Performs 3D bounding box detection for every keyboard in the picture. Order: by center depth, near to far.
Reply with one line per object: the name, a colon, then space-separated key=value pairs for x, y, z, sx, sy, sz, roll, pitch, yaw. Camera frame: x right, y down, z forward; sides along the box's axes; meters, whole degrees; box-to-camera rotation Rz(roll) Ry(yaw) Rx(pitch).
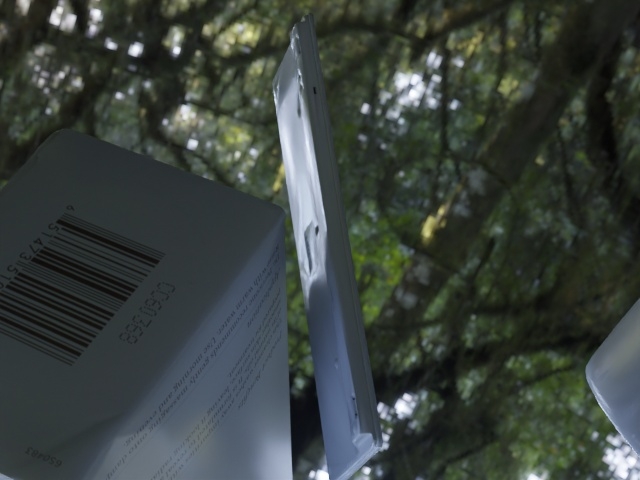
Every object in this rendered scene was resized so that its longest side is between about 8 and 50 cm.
keyboard: x=0.000 y=0.000 z=0.655 sx=0.014 sy=0.072 sz=0.256 roll=-1 pitch=-117 yaw=-14

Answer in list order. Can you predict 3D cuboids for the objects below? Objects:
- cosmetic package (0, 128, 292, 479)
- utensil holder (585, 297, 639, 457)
cosmetic package: x=-0.128 y=0.153 z=0.734 sx=0.156 sy=0.385 sz=0.217 roll=22 pitch=-132 yaw=17
utensil holder: x=0.351 y=0.012 z=0.513 sx=0.328 sy=0.385 sz=0.327 roll=38 pitch=-169 yaw=-9
